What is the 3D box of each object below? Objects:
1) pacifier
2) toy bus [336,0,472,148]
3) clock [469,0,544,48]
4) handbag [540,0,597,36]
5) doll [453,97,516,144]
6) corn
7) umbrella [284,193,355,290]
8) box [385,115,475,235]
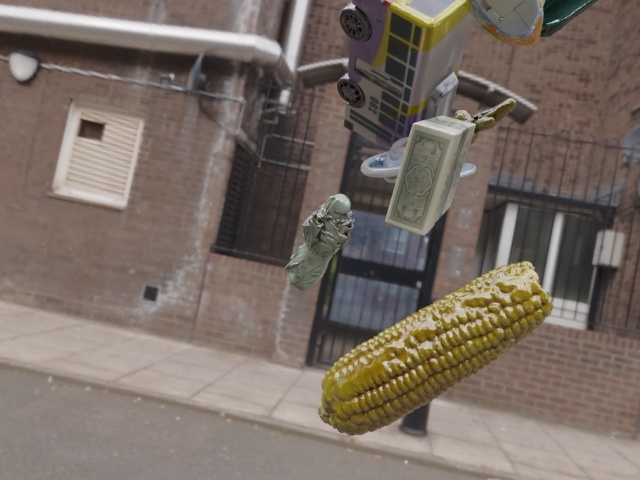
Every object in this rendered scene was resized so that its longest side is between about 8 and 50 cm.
[{"bbox_3d":[0.206,-0.113,1.389,0.227,0.207,0.279,-12,17,-10],"label":"pacifier"},{"bbox_3d":[0.197,-0.409,1.465,0.249,0.209,0.440,35,-26,19],"label":"toy bus"},{"bbox_3d":[0.256,-0.377,0.950,0.231,0.103,0.144,45,22,-24],"label":"clock"},{"bbox_3d":[0.540,-0.587,1.406,0.089,0.326,0.238,54,-5,-31],"label":"handbag"},{"bbox_3d":[0.429,-0.331,1.734,0.209,0.097,0.137,-32,12,17],"label":"doll"},{"bbox_3d":[0.150,0.153,0.884,0.120,0.363,0.120,51,11,-15],"label":"corn"},{"bbox_3d":[0.000,0.000,0.795,0.067,0.143,0.062,-1,44,-32],"label":"umbrella"},{"bbox_3d":[0.192,-0.119,1.078,0.069,0.164,0.256,19,19,15],"label":"box"}]
